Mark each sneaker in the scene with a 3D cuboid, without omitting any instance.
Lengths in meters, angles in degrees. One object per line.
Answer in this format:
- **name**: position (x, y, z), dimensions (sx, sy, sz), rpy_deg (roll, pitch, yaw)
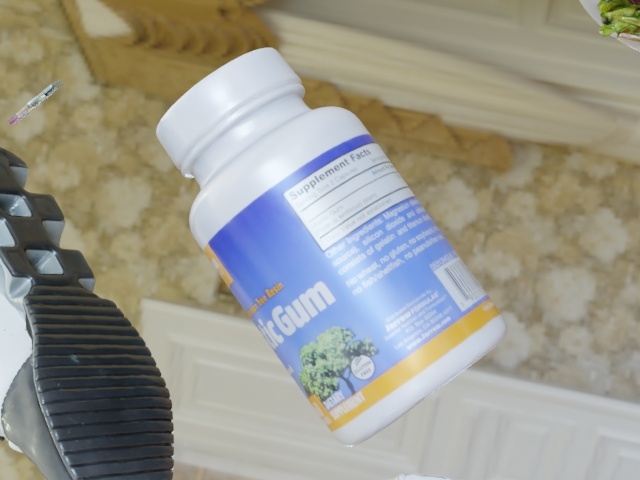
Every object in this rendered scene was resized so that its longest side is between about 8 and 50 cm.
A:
- **sneaker**: position (-0.221, 0.093, 0.957), dimensions (0.122, 0.331, 0.146), rpy_deg (13, -52, -50)

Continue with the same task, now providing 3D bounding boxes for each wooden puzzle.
- **wooden puzzle**: position (-0.243, -0.118, 1.107), dimensions (0.049, 0.006, 0.083), rpy_deg (-38, 11, 6)

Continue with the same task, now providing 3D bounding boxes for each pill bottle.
- **pill bottle**: position (0.000, 0.000, 0.948), dimensions (0.152, 0.272, 0.152), rpy_deg (-36, -6, -5)

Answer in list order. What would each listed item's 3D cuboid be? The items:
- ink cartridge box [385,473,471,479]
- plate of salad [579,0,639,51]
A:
- **ink cartridge box**: position (0.137, 0.318, 1.436), dimensions (0.218, 0.158, 0.092), rpy_deg (116, 160, -71)
- **plate of salad**: position (0.279, -0.187, 0.970), dimensions (0.200, 0.199, 0.048), rpy_deg (92, -159, -61)
